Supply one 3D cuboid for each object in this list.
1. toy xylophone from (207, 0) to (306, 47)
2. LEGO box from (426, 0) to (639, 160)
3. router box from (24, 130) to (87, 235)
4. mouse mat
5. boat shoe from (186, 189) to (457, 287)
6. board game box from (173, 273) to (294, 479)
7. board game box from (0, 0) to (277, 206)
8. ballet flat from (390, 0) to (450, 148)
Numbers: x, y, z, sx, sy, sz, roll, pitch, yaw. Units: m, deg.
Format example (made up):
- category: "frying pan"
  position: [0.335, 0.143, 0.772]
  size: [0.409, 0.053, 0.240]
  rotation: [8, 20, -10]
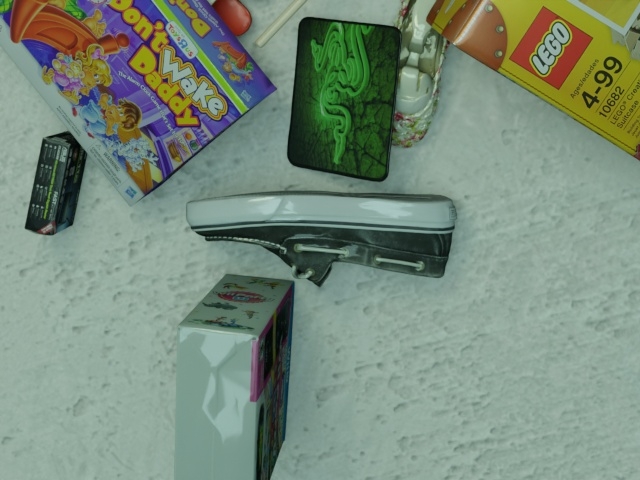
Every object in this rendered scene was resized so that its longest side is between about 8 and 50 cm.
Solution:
- category: "toy xylophone"
  position: [-0.086, -0.372, 1.607]
  size: [0.323, 0.081, 0.236]
  rotation: [-39, 94, 10]
- category: "LEGO box"
  position: [0.414, -0.351, 1.474]
  size: [0.373, 0.193, 0.500]
  rotation: [29, 102, -13]
- category: "router box"
  position: [-0.329, -0.072, 1.675]
  size: [0.038, 0.092, 0.122]
  rotation: [15, 101, 3]
- category: "mouse mat"
  position: [0.027, -0.174, 1.633]
  size: [0.153, 0.007, 0.189]
  rotation: [12, 102, 33]
- category: "boat shoe"
  position: [0.000, 0.000, 1.643]
  size: [0.335, 0.121, 0.119]
  rotation: [2, 96, 3]
- category: "board game box"
  position: [-0.099, 0.178, 1.590]
  size: [0.098, 0.303, 0.223]
  rotation: [4, 101, 4]
- category: "board game box"
  position: [-0.250, -0.245, 1.600]
  size: [0.233, 0.078, 0.347]
  rotation: [-36, 95, 35]
- category: "ballet flat"
  position: [0.113, -0.228, 1.618]
  size: [0.091, 0.077, 0.240]
  rotation: [10, 101, 4]
